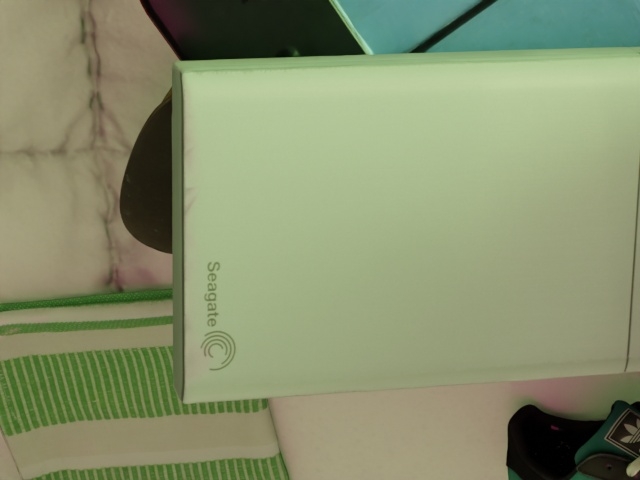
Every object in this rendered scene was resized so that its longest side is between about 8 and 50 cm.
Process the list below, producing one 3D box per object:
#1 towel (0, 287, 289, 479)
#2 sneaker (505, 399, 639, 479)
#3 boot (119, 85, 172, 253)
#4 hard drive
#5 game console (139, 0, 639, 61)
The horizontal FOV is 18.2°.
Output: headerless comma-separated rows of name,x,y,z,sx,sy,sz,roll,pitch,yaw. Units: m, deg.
towel,-0.155,0.189,1.727,0.248,0.038,0.324,-6,117,12
sneaker,0.268,0.194,1.566,0.302,0.108,0.121,1,120,41
boot,-0.056,-0.122,1.494,0.112,0.115,0.305,24,119,-13
hard drive,0.075,-0.013,1.371,0.353,0.047,0.233,-3,107,-13
game console,0.113,-0.162,1.384,0.386,0.060,0.342,-36,114,-2
